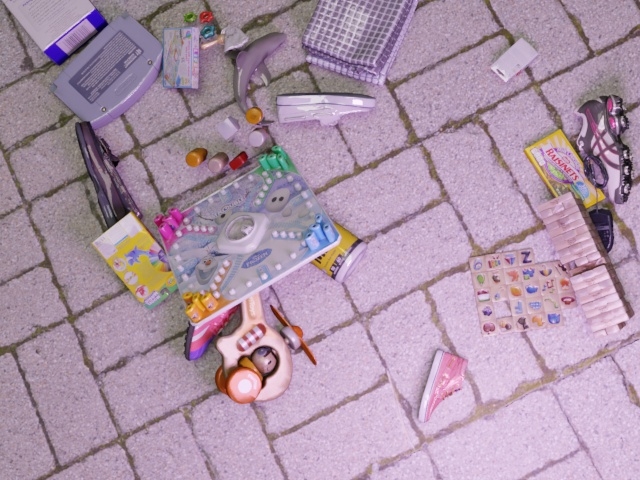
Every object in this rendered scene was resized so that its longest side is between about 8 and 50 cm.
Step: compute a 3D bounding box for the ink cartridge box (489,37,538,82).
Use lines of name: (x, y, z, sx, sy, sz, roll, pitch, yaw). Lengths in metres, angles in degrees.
ink cartridge box: (0.494, -0.457, 1.984, 0.115, 0.029, 0.063, -42, 79, -2)

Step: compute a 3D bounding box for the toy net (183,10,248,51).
toy net: (-0.278, -0.540, 2.042, 0.232, 0.045, 0.122, 13, 67, 25)

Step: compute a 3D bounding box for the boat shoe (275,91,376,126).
boat shoe: (0.014, -0.334, 1.987, 0.257, 0.095, 0.084, 2, 107, 9)

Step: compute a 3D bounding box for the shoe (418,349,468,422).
shoe: (0.290, 0.352, 1.828, 0.081, 0.063, 0.178, 16, 77, 14)

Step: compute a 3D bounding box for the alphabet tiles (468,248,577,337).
alphabet tiles: (0.494, 0.121, 1.882, 0.237, 0.009, 0.199, -8, 78, 4)

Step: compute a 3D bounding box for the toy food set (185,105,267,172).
toy food set: (-0.219, -0.248, 1.957, 0.232, 0.104, 0.111, -37, 100, 16)

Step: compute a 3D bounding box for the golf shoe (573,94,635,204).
golf shoe: (0.697, -0.217, 1.896, 0.120, 0.105, 0.273, -9, 80, 31)

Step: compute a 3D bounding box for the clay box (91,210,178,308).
clay box: (-0.451, 0.051, 1.944, 0.127, 0.053, 0.222, -38, 99, -2)

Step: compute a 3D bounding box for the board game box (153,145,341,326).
board game box: (-0.192, -0.029, 1.852, 0.389, 0.050, 0.390, -31, 44, 0)

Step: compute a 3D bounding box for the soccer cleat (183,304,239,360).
soccer cleat: (-0.243, 0.153, 1.905, 0.116, 0.108, 0.319, 20, 81, -2)

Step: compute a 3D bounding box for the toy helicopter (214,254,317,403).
toy helicopter: (-0.142, 0.206, 1.856, 0.234, 0.140, 0.355, -9, 91, -20)

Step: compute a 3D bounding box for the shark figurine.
shark figurine: (-0.192, -0.427, 2.006, 0.166, 0.116, 0.279, 7, 78, 8)

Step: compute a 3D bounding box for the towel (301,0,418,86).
towel: (0.102, -0.568, 1.998, 0.234, 0.121, 0.284, 23, 82, 10)

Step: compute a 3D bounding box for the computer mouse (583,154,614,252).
computer mouse: (0.668, -0.086, 1.866, 0.071, 0.041, 0.242, -2, 94, 37)

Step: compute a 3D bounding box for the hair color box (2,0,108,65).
hair color box: (-0.758, -0.666, 2.110, 0.185, 0.110, 0.339, -40, 80, -1)

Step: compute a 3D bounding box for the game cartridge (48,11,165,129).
game cartridge: (-0.558, -0.448, 2.076, 0.198, 0.062, 0.297, 43, 86, 7)

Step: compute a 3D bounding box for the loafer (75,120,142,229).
loafer: (-0.549, -0.172, 2.007, 0.095, 0.109, 0.303, -18, 84, -17)

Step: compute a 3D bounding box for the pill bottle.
pill bottle: (0.000, 0.000, 1.899, 0.208, 0.119, 0.119, 35, 84, 11)

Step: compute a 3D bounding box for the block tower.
block tower: (0.626, 0.054, 1.821, 0.090, 0.097, 0.336, -26, 80, 28)

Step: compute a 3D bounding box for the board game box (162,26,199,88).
board game box: (-0.367, -0.477, 2.031, 0.103, 0.026, 0.154, 8, 100, 31)

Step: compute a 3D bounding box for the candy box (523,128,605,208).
candy box: (0.602, -0.164, 1.917, 0.105, 0.027, 0.206, -29, 78, -3)
